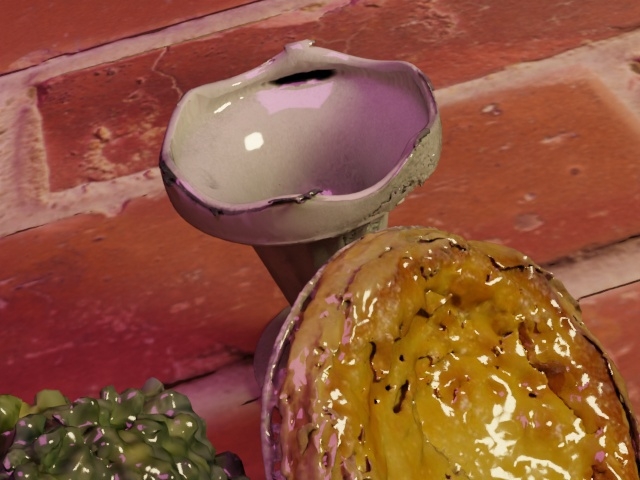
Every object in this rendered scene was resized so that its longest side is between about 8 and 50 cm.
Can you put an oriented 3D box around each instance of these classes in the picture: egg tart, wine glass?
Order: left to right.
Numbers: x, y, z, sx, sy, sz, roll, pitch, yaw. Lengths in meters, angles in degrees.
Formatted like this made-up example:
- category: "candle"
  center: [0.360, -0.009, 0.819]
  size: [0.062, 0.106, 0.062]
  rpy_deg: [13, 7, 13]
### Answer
- category: "wine glass"
  center: [0.000, 0.000, 0.674]
  size: [0.165, 0.196, 0.165]
  rpy_deg: [-6, 41, 6]
- category: "egg tart"
  center: [0.066, 0.106, 0.564]
  size: [0.094, 0.234, 0.234]
  rpy_deg: [-36, 13, 51]

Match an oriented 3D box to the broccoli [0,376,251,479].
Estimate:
- category: "broccoli"
  center: [-0.166, 0.194, 0.452]
  size: [0.281, 0.293, 0.348]
  rpy_deg: [-39, 4, 32]
